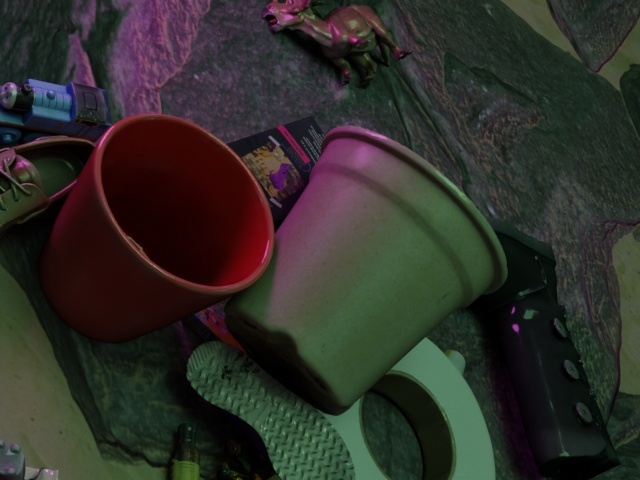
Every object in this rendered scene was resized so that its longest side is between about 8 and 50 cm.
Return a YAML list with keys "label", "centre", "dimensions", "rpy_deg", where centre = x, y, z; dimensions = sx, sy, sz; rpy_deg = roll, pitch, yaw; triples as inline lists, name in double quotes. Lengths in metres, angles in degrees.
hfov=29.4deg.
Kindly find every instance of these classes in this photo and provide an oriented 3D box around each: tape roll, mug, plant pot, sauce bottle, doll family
- label: "tape roll"
  centre: [0.115, 0.306, 1.890]
  dimensions: [0.392, 0.072, 0.392]
  rpy_deg: [26, 47, -31]
- label: "mug"
  centre: [0.213, 0.211, 2.075]
  dimensions: [0.078, 0.062, 0.064]
  rpy_deg: [55, 32, -7]
- label: "plant pot"
  centre: [-0.241, 0.002, 1.655]
  dimensions: [0.275, 0.243, 0.275]
  rpy_deg: [23, 49, -30]
- label: "plant pot"
  centre: [0.039, 0.063, 1.718]
  dimensions: [0.334, 0.334, 0.305]
  rpy_deg: [45, 71, -9]
- label: "sauce bottle"
  centre: [-0.182, 0.309, 1.645]
  dimensions: [0.042, 0.042, 0.128]
  rpy_deg: [24, 46, -29]
- label: "doll family"
  centre: [-0.090, 0.346, 1.651]
  dimensions: [0.111, 0.076, 0.193]
  rpy_deg: [38, 3, -44]

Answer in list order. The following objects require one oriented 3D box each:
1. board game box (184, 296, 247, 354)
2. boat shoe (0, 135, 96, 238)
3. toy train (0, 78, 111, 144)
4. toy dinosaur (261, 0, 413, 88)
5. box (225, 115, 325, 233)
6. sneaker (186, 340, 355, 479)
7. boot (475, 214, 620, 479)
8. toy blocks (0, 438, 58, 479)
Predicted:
- label: "board game box"
  centre: [-0.127, 0.131, 1.836]
  dimensions: [0.154, 0.026, 0.103]
  rpy_deg: [44, 40, -10]
- label: "boat shoe"
  centre: [-0.425, -0.071, 1.631]
  dimensions: [0.123, 0.116, 0.324]
  rpy_deg: [53, 40, 1]
- label: "toy train"
  centre: [-0.394, -0.183, 1.750]
  dimensions: [0.184, 0.105, 0.080]
  rpy_deg: [9, 56, -39]
- label: "toy dinosaur"
  centre: [0.051, -0.408, 2.326]
  dimensions: [0.295, 0.127, 0.200]
  rpy_deg: [-5, 58, -51]
- label: "box"
  centre: [-0.101, -0.071, 1.899]
  dimensions: [0.270, 0.165, 0.143]
  rpy_deg: [-24, 80, -49]
- label: "sneaker"
  centre: [-0.056, 0.257, 1.714]
  dimensions: [0.293, 0.102, 0.146]
  rpy_deg: [45, -6, 14]
- label: "boot"
  centre: [0.343, 0.195, 2.148]
  dimensions: [0.367, 0.146, 0.445]
  rpy_deg: [12, 58, -40]
- label: "toy blocks"
  centre: [-0.259, 0.366, 1.362]
  dimensions: [0.288, 0.260, 0.309]
  rpy_deg: [23, 49, -30]
